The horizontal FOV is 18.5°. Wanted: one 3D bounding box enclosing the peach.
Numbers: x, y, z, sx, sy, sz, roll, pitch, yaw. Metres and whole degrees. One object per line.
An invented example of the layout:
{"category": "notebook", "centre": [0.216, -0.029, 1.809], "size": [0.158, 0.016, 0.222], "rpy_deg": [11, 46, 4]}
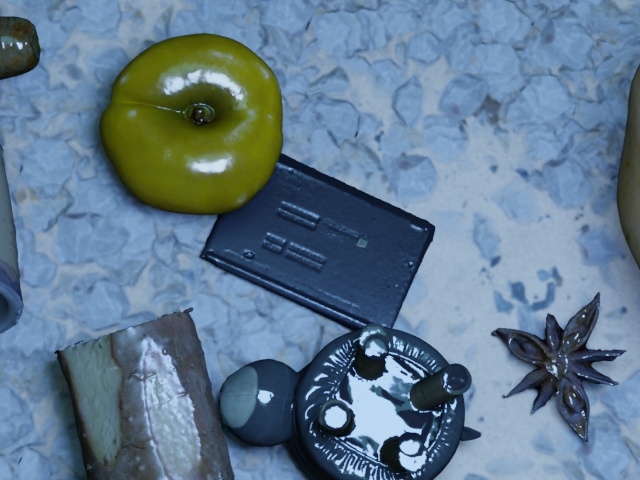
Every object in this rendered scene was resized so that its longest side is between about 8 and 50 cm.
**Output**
{"category": "peach", "centre": [-0.119, -0.109, 1.844], "size": [0.179, 0.103, 0.179], "rpy_deg": [1, 71, -3]}

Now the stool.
{"category": "stool", "centre": [0.031, 0.160, 1.759], "size": [0.228, 0.139, 0.153], "rpy_deg": [-14, 77, -12]}

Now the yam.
{"category": "yam", "centre": [-0.149, 0.185, 1.738], "size": [0.128, 0.129, 0.238], "rpy_deg": [-9, 77, -20]}

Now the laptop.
{"category": "laptop", "centre": [0.000, 0.000, 1.869], "size": [0.197, 0.016, 0.135], "rpy_deg": [24, 70, 1]}

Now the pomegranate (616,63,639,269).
{"category": "pomegranate", "centre": [0.460, -0.053, 1.760], "size": [0.411, 0.411, 0.411], "rpy_deg": [2, 72, -6]}

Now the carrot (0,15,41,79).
{"category": "carrot", "centre": [-0.435, -0.177, 1.849], "size": [0.342, 0.070, 0.070], "rpy_deg": [-1, 73, -1]}

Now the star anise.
{"category": "star anise", "centre": [0.229, 0.127, 1.839], "size": [0.124, 0.056, 0.129], "rpy_deg": [-21, 79, 13]}

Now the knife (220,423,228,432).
{"category": "knife", "centre": [-0.083, 0.167, 1.811], "size": [0.091, 0.005, 0.014], "rpy_deg": [-29, 83, -15]}

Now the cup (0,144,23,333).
{"category": "cup", "centre": [-0.413, -0.039, 1.752], "size": [0.301, 0.227, 0.257], "rpy_deg": [-14, 64, 20]}
